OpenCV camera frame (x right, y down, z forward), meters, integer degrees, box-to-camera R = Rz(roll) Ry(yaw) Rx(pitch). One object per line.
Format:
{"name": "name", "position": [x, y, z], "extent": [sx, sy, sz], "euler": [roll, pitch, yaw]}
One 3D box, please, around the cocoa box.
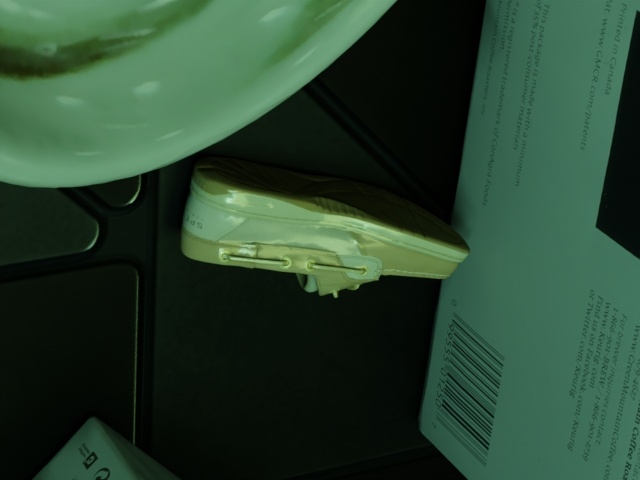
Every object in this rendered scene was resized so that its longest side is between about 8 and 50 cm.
{"name": "cocoa box", "position": [0.226, 0.000, 1.023], "extent": [0.228, 0.231, 0.347], "euler": [-7, 119, -27]}

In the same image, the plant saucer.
{"name": "plant saucer", "position": [-0.050, -0.207, 0.782], "extent": [0.400, 0.100, 0.400], "euler": [-37, 154, -21]}

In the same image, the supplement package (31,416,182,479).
{"name": "supplement package", "position": [-0.139, 0.282, 1.002], "extent": [0.293, 0.175, 0.177], "euler": [-47, 130, 1]}

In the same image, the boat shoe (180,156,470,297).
{"name": "boat shoe", "position": [0.000, 0.000, 1.005], "extent": [0.170, 0.063, 0.059], "euler": [14, 111, -25]}
